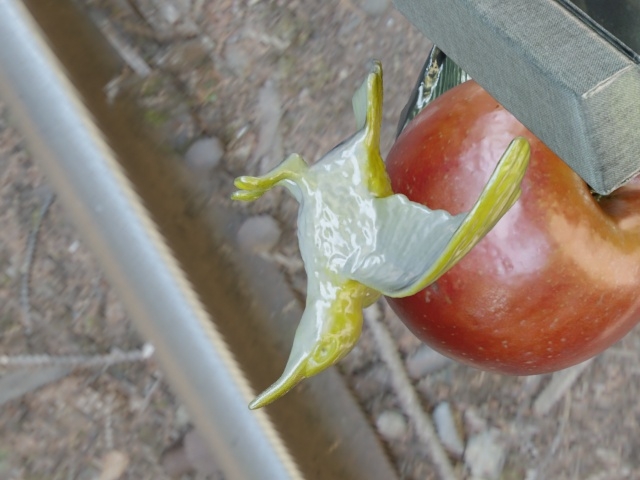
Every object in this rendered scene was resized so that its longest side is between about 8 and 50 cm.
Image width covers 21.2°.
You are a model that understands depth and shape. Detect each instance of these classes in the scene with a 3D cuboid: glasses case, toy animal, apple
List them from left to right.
[{"bbox_3d":[0.000,0.000,0.798,0.155,0.219,0.095,-42,92,-8],"label":"toy animal"},{"bbox_3d":[0.097,-0.109,0.872,0.047,0.205,0.071,-32,135,-8],"label":"glasses case"},{"bbox_3d":[0.147,-0.015,1.223,0.218,0.218,0.201,52,140,-10],"label":"apple"}]

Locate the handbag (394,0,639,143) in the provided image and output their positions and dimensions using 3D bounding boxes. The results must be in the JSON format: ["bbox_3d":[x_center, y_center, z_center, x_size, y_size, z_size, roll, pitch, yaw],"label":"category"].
[{"bbox_3d":[0.232,-0.158,1.711,0.247,0.340,0.240,32,150,-27],"label":"handbag"}]
